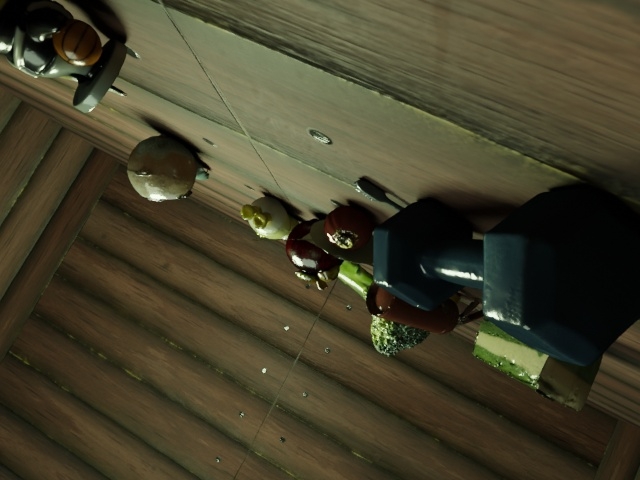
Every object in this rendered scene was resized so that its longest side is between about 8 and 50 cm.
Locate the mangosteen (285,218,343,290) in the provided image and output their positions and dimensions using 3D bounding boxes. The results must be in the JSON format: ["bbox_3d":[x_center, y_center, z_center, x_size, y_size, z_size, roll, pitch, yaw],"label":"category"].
[{"bbox_3d":[-0.010,0.039,1.160,0.199,0.200,0.200,27,173,4],"label":"mangosteen"}]

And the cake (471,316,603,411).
[{"bbox_3d":[0.514,0.277,1.015,0.172,0.158,0.283,27,175,-9],"label":"cake"}]

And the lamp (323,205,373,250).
[{"bbox_3d":[0.056,-0.025,0.858,0.101,0.090,0.101,7,134,7],"label":"lamp"}]

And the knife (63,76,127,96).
[{"bbox_3d":[-0.549,-0.370,0.982,0.297,0.017,0.047,20,173,26],"label":"knife"}]

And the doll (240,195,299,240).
[{"bbox_3d":[-0.140,-0.050,1.315,0.141,0.117,0.296,28,174,21],"label":"doll"}]

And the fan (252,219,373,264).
[{"bbox_3d":[0.000,0.001,0.897,0.309,0.010,0.182,1,-147,-29],"label":"fan"}]

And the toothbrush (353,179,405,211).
[{"bbox_3d":[0.187,-0.013,0.701,0.320,0.023,0.031,31,180,-14],"label":"toothbrush"}]

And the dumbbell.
[{"bbox_3d":[0.186,0.027,0.502,0.144,0.159,0.324,62,165,-12],"label":"dumbbell"}]

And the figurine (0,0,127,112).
[{"bbox_3d":[-0.382,-0.278,0.532,0.175,0.133,0.236,8,163,46],"label":"figurine"}]

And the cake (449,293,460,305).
[{"bbox_3d":[0.366,0.165,1.236,0.083,0.044,0.084,26,172,4],"label":"cake"}]

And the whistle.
[{"bbox_3d":[-0.417,-0.213,1.209,0.189,0.189,0.348,27,-165,4],"label":"whistle"}]

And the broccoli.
[{"bbox_3d":[0.214,0.200,1.451,0.353,0.274,0.398,-31,82,49],"label":"broccoli"}]

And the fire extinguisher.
[{"bbox_3d":[0.292,0.174,1.112,0.336,0.107,0.147,19,133,-29],"label":"fire extinguisher"}]
